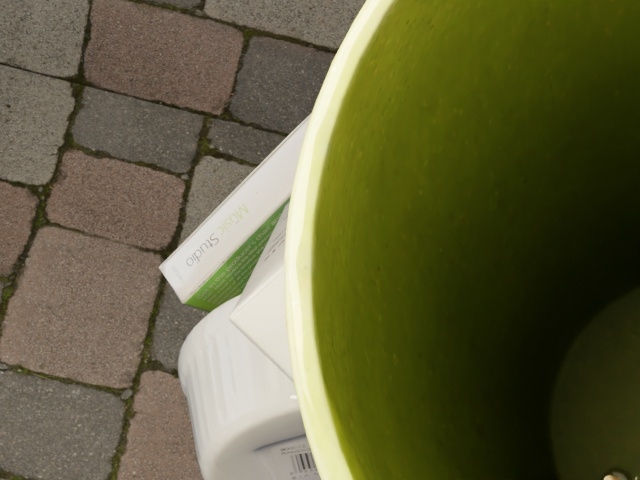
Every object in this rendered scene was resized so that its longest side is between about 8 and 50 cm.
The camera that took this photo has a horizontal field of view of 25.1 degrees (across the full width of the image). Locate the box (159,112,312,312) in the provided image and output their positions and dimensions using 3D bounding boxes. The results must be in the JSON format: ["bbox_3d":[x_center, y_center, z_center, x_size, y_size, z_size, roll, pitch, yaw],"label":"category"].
[{"bbox_3d":[0.000,0.000,1.551,0.232,0.058,0.322,-44,-27,11],"label":"box"}]

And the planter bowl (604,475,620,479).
[{"bbox_3d":[0.135,0.135,0.817,0.109,0.162,0.162,68,-153,-52],"label":"planter bowl"}]

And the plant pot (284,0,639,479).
[{"bbox_3d":[0.143,0.042,0.473,0.293,0.274,0.275,67,-146,-74],"label":"plant pot"}]

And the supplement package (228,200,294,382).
[{"bbox_3d":[0.072,0.017,1.093,0.175,0.177,0.293,-43,8,16],"label":"supplement package"}]

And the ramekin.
[{"bbox_3d":[-0.002,0.171,1.449,0.277,0.277,0.135,110,159,-48],"label":"ramekin"}]
